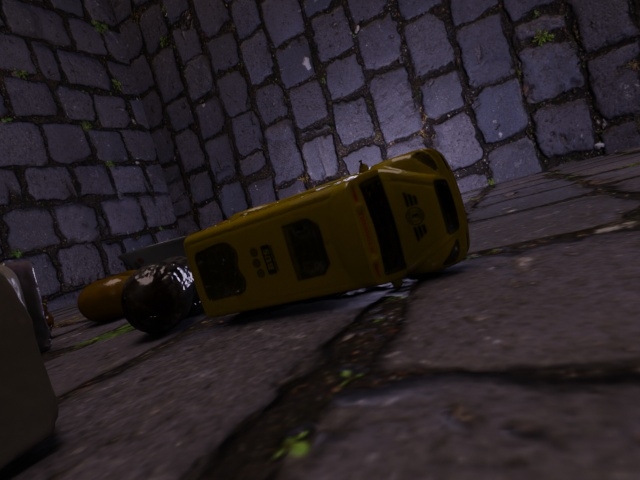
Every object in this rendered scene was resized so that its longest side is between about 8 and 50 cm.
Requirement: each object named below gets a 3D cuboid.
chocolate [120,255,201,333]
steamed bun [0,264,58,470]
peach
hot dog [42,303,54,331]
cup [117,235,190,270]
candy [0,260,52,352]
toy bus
[{"bbox_3d":[-0.246,0.080,0.663,0.110,0.110,0.248,-16,1,-7],"label":"chocolate"},{"bbox_3d":[-0.301,0.099,0.221,0.164,0.147,0.241,-8,7,34],"label":"steamed bun"},{"bbox_3d":[-0.493,0.133,0.995,0.179,0.103,0.179,-19,2,1],"label":"peach"},{"bbox_3d":[-0.750,0.196,0.928,0.271,0.122,0.196,-15,-23,26],"label":"hot dog"},{"bbox_3d":[-0.529,0.083,1.486,0.346,0.163,0.347,-16,4,1],"label":"cup"},{"bbox_3d":[-0.604,0.141,0.717,0.137,0.196,0.184,-7,4,37],"label":"candy"},{"bbox_3d":[0.000,0.000,0.498,0.329,0.144,0.152,-16,3,28],"label":"toy bus"}]
